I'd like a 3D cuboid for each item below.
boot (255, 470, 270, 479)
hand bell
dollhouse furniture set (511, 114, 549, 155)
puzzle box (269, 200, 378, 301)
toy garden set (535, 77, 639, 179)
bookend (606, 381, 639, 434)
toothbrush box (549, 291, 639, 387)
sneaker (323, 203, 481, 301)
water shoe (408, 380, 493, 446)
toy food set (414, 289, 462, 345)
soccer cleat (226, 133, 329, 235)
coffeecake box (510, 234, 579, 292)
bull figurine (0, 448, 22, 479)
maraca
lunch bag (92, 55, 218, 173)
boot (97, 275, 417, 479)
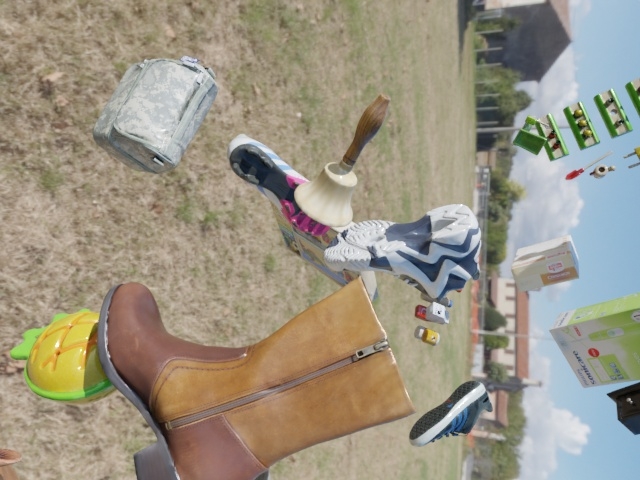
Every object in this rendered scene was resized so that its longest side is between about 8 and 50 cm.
[{"bbox_3d":[-0.184,0.827,1.203,0.377,0.138,0.285,-74,152,-66],"label":"boot"},{"bbox_3d":[0.058,-0.152,0.831,0.242,0.126,0.126,-58,179,35],"label":"hand bell"},{"bbox_3d":[0.468,-0.232,1.025,0.151,0.058,0.076,-35,152,-59],"label":"dollhouse furniture set"},{"bbox_3d":[0.000,0.000,1.401,0.052,0.408,0.272,-36,135,-23],"label":"puzzle box"},{"bbox_3d":[0.645,-0.235,1.043,0.049,0.244,0.204,14,57,-68],"label":"toy garden set"},{"bbox_3d":[0.744,0.399,1.039,0.157,0.072,0.156,-46,-176,42],"label":"bookend"},{"bbox_3d":[0.860,0.289,1.339,0.122,0.283,0.206,-28,87,-41],"label":"toothbrush box"},{"bbox_3d":[0.133,0.042,0.711,0.094,0.234,0.153,-83,151,-51],"label":"sneaker"},{"bbox_3d":[0.278,0.378,0.962,0.080,0.203,0.073,58,-16,-1],"label":"water shoe"},{"bbox_3d":[0.350,0.219,1.366,0.111,0.104,0.232,124,-15,-50],"label":"toy food set"},{"bbox_3d":[-0.093,-0.145,1.152,0.331,0.116,0.143,41,15,-30],"label":"soccer cleat"},{"bbox_3d":[0.585,0.058,1.202,0.185,0.142,0.068,-29,97,-58],"label":"coffeecake box"},{"bbox_3d":[-0.377,0.245,0.472,0.101,0.188,0.311,-26,139,-44],"label":"bull figurine"},{"bbox_3d":[-0.305,0.137,0.578,0.127,0.185,0.099,-33,129,-44],"label":"maraca"},{"bbox_3d":[-0.439,-0.347,1.286,0.212,0.255,0.305,43,65,-50],"label":"lunch bag"},{"bbox_3d":[-0.078,0.108,0.484,0.264,0.280,0.096,64,4,30],"label":"boot"}]
